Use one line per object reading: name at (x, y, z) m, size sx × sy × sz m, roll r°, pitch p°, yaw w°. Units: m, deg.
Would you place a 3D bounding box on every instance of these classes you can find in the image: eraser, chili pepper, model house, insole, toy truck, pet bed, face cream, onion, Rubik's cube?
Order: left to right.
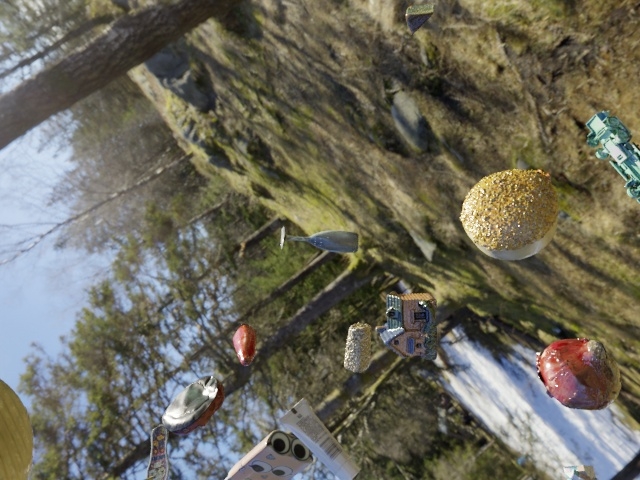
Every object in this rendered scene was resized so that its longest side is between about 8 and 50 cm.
insole at (-0.450, 0.607, 1.361) m, size 0.004 × 0.065 × 0.197 m, roll 76°, pitch -178°, yaw -48°
pet bed at (-0.364, 0.476, 1.416) m, size 0.054 × 0.201 × 0.201 m, roll 55°, pitch 174°, yaw -23°
chili pepper at (-0.204, 0.297, 1.330) m, size 0.064 × 0.088 × 0.169 m, roll 11°, pitch -172°, yaw -12°
eraser at (-0.165, 0.714, 1.558) m, size 0.171 × 0.290 × 0.087 m, roll 28°, pitch -145°, yaw -18°
face cream at (0.003, 0.537, 1.298) m, size 0.243 × 0.092 × 0.058 m, roll 42°, pitch 145°, yaw 22°
model house at (0.257, 0.254, 1.490) m, size 0.166 × 0.172 × 0.183 m, roll -67°, pitch -22°, yaw -84°
Rubik's cube at (0.720, 0.663, 1.355) m, size 0.075 × 0.084 × 0.073 m, roll 134°, pitch 140°, yaw -52°
onion at (0.592, 0.287, 1.111) m, size 0.184 × 0.183 × 0.147 m, roll 46°, pitch 142°, yaw 47°
toy truck at (0.534, -0.149, 0.833) m, size 0.175 × 0.081 × 0.067 m, roll 59°, pitch 161°, yaw 19°

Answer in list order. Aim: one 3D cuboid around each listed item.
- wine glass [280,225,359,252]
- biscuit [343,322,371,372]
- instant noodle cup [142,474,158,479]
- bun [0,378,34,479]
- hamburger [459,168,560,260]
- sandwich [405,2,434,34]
wine glass at (0.000, 0.000, 1.243) m, size 0.066 × 0.197 × 0.066 m, roll -176°, pitch 90°, yaw -80°
biscuit at (0.129, 0.362, 1.658) m, size 0.070 × 0.169 × 0.082 m, roll 13°, pitch -168°, yaw 38°
instant noodle cup at (-0.318, 0.539, 0.809) m, size 0.212 × 0.193 × 0.193 m, roll 58°, pitch 177°, yaw 19°
bun at (-0.614, 0.345, 0.710) m, size 0.365 × 0.219 × 0.365 m, roll 59°, pitch -172°, yaw -14°
hamburger at (0.562, -0.085, 1.459) m, size 0.275 × 0.294 × 0.179 m, roll -4°, pitch 141°, yaw 32°
sandwich at (0.195, -0.458, 1.000) m, size 0.043 × 0.031 × 0.083 m, roll 23°, pitch 160°, yaw -18°
